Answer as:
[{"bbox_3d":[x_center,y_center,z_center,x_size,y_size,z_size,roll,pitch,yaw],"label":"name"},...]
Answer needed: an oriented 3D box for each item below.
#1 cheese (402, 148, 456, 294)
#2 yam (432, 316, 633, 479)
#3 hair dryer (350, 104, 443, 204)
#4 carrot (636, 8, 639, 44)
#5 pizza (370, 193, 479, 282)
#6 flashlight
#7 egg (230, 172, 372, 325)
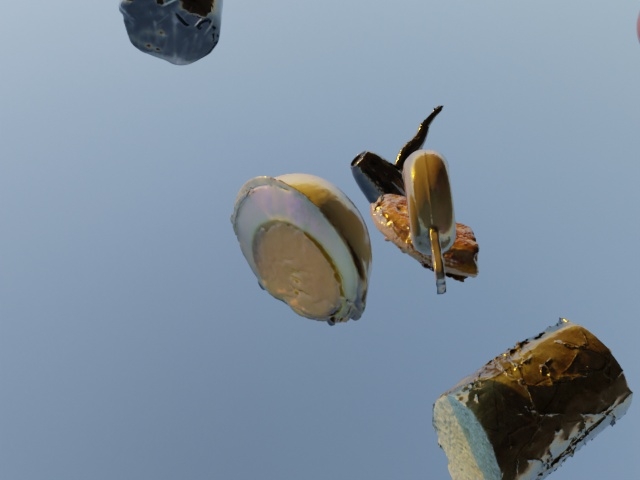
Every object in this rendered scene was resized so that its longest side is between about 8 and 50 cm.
[{"bbox_3d":[0.185,-0.028,1.010,0.082,0.163,0.287,-6,-133,10],"label":"cheese"},{"bbox_3d":[0.380,0.314,1.099,0.348,0.241,0.241,-30,-110,-16],"label":"yam"},{"bbox_3d":[0.261,-0.203,1.579,0.303,0.120,0.360,39,-108,-18],"label":"hair dryer"},{"bbox_3d":[0.356,-0.186,0.598,0.069,0.069,0.336,55,-156,20],"label":"carrot"},{"bbox_3d":[0.216,-0.008,1.262,0.161,0.086,0.305,-15,-144,-34],"label":"pizza"},{"bbox_3d":[-0.142,-0.387,0.665,0.103,0.103,0.425,7,-114,-14],"label":"flashlight"},{"bbox_3d":[-0.001,-0.004,1.054,0.286,0.265,0.174,33,-133,29],"label":"egg"}]
